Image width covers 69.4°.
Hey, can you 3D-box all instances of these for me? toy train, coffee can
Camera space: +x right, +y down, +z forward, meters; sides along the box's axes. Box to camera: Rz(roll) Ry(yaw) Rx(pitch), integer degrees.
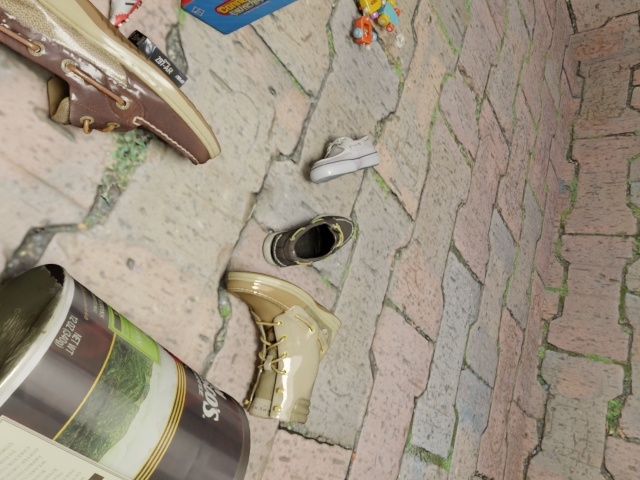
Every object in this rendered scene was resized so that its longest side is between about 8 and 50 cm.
[{"bbox_3d":[0.117,-0.470,1.007,0.166,0.046,0.125,-17,104,-45],"label":"toy train"},{"bbox_3d":[-0.233,0.186,0.472,0.275,0.202,0.201,53,52,-35],"label":"coffee can"}]

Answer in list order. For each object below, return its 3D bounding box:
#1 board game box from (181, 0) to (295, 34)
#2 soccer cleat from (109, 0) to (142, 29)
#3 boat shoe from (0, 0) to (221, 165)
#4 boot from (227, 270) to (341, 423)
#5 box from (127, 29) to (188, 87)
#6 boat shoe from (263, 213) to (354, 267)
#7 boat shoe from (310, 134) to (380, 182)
[{"bbox_3d":[-0.047,-0.474,0.609,0.086,0.308,0.301,12,80,-48],"label":"board game box"},{"bbox_3d":[-0.253,-0.297,0.583,0.036,0.029,0.083,40,57,-32],"label":"soccer cleat"},{"bbox_3d":[-0.261,-0.182,0.528,0.123,0.123,0.342,-48,139,-1],"label":"boat shoe"},{"bbox_3d":[-0.077,0.178,0.744,0.262,0.095,0.203,43,60,-46],"label":"boot"},{"bbox_3d":[-0.209,-0.233,0.593,0.018,0.083,0.067,-46,130,1],"label":"box"},{"bbox_3d":[0.000,0.000,0.848,0.228,0.069,0.081,-21,106,-48],"label":"boat shoe"},{"bbox_3d":[0.041,-0.164,0.903,0.226,0.083,0.075,-27,99,-58],"label":"boat shoe"}]
